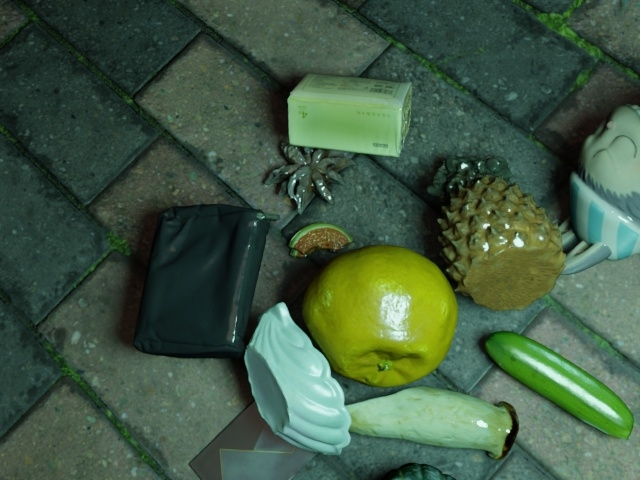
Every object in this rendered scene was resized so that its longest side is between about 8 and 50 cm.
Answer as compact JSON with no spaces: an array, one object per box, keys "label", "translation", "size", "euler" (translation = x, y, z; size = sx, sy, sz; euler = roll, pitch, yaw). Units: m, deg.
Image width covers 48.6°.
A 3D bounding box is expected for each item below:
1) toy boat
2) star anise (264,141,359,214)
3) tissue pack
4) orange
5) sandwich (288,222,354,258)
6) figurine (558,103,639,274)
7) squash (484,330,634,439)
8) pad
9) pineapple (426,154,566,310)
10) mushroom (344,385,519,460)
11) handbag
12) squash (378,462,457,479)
[{"label":"toy boat","translation":[-0.055,0.262,1.275],"size":[0.100,0.199,0.290],"euler":[-15,76,-36]},{"label":"star anise","translation":[-0.021,-0.154,1.495],"size":[0.182,0.065,0.195],"euler":[-44,63,-13]},{"label":"tissue pack","translation":[0.065,-0.260,1.457],"size":[0.234,0.125,0.159],"euler":[7,33,11]},{"label":"orange","translation":[0.107,0.137,1.268],"size":[0.279,0.279,0.235],"euler":[-4,58,7]},{"label":"sandwich","translation":[0.002,-0.002,1.459],"size":[0.135,0.029,0.067],"euler":[-6,76,5]},{"label":"figurine","translation":[0.574,-0.093,1.329],"size":[0.378,0.361,0.266],"euler":[-33,62,32]},{"label":"squash","translation":[0.431,0.254,1.283],"size":[0.292,0.082,0.082],"euler":[32,79,15]},{"label":"pad","translation":[-0.115,0.402,1.355],"size":[0.243,0.004,0.163],"euler":[-43,71,-7]},{"label":"pineapple","translation":[0.312,-0.055,1.344],"size":[0.223,0.223,0.357],"euler":[-14,46,3]},{"label":"mushroom","translation":[0.191,0.321,1.296],"size":[0.333,0.087,0.107],"euler":[7,74,13]},{"label":"handbag","translation":[-0.202,0.087,1.383],"size":[0.275,0.178,0.301],"euler":[0,69,24]},{"label":"squash","translation":[0.168,0.488,1.194],"size":[0.218,0.172,0.218],"euler":[-4,81,25]}]
